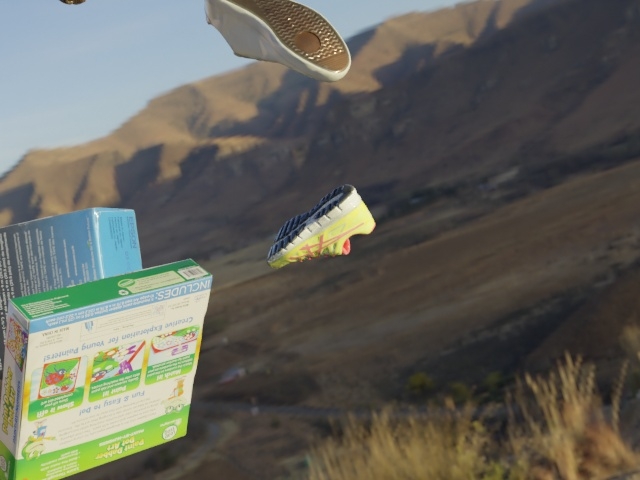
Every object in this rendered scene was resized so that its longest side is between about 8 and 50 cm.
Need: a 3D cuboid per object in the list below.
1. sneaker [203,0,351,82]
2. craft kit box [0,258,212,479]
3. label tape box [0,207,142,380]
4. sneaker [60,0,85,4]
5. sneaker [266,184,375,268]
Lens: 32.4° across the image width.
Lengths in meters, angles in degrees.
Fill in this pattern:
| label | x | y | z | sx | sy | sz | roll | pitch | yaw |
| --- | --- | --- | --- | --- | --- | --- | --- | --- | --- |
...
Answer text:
| label | x | y | z | sx | sy | sz | roll | pitch | yaw |
| --- | --- | --- | --- | --- | --- | --- | --- | --- | --- |
| sneaker | -0.074 | -0.340 | 1.859 | 0.106 | 0.290 | 0.123 | -45 | -16 | -31 |
| craft kit box | -0.258 | 0.159 | 1.322 | 0.249 | 0.247 | 0.061 | -12 | 33 | -41 |
| label tape box | -0.439 | 0.091 | 1.750 | 0.333 | 0.241 | 0.106 | -10 | -3 | 27 |
| sneaker | -0.400 | -0.400 | 1.748 | 0.188 | 0.071 | 0.066 | -24 | 50 | -40 |
| sneaker | 0.000 | 0.000 | 1.775 | 0.208 | 0.094 | 0.081 | -32 | 26 | 32 |
